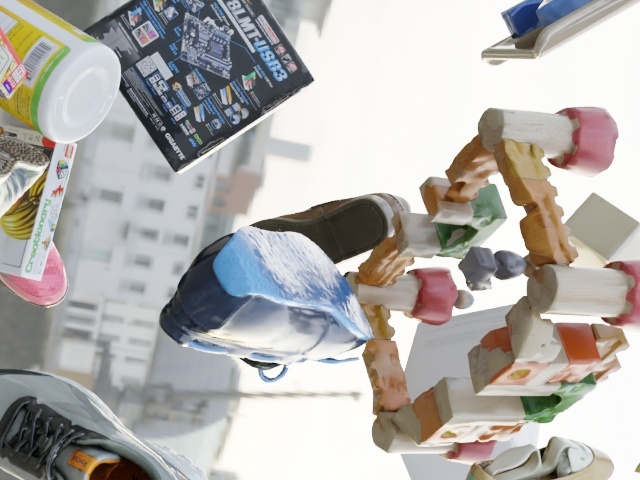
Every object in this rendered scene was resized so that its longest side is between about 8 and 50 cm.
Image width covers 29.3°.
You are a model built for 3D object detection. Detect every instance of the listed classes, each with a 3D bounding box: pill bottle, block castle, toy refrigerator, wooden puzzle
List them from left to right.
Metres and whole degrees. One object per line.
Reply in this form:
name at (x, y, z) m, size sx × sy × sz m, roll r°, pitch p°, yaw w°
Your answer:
pill bottle at (-0.386, -0.237, 1.552) m, size 0.136 × 0.245 × 0.136 m, roll -48°, pitch 159°, yaw -26°
block castle at (0.229, 0.069, 1.518) m, size 0.453 × 0.212 × 0.303 m, roll -51°, pitch -138°, yaw 47°
wooden puzzle at (0.409, -0.374, 1.852) m, size 0.081 × 0.322 × 0.348 m, roll 60°, pitch -2°, yaw -7°
toy refrigerator at (0.495, 0.030, 2.094) m, size 0.094 × 0.102 × 0.269 m, roll -47°, pitch 149°, yaw -8°

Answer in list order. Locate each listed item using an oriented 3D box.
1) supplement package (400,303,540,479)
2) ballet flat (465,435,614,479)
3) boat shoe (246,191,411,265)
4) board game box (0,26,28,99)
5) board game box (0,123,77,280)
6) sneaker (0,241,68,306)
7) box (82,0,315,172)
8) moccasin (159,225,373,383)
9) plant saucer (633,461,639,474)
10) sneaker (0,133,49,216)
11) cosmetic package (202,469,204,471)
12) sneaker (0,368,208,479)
supplement package at (0.236, 0.259, 1.914) m, size 0.293 × 0.177 × 0.175 m, roll -64°, pitch 137°, yaw -59°
ballet flat at (0.279, 0.283, 1.522) m, size 0.080 × 0.232 × 0.073 m, roll 37°, pitch -49°, yaw 49°
boat shoe at (0.000, 0.000, 1.877) m, size 0.104 × 0.307 × 0.111 m, roll -23°, pitch 100°, yaw -57°
board game box at (-0.427, -0.252, 1.365) m, size 0.045 × 0.146 × 0.193 m, roll -57°, pitch 156°, yaw -22°
board game box at (-0.493, -0.072, 1.677) m, size 0.053 × 0.305 × 0.193 m, roll 23°, pitch 80°, yaw -67°
sneaker at (-0.533, -0.027, 2.119) m, size 0.314 × 0.116 × 0.136 m, roll 64°, pitch -22°, yaw -2°
box at (-0.208, -0.314, 2.114) m, size 0.293 × 0.296 × 0.073 m, roll -34°, pitch -177°, yaw -2°
moccasin at (-0.054, 0.058, 1.176) m, size 0.138 × 0.116 × 0.342 m, roll 59°, pitch 13°, yaw 23°
plant saucer at (0.652, 0.247, 1.872) m, size 0.333 × 0.081 × 0.332 m, roll -53°, pitch 154°, yaw 15°
sneaker at (-0.345, -0.056, 1.272) m, size 0.086 × 0.064 × 0.192 m, roll -57°, pitch -177°, yaw 10°
cosmetic package at (-0.302, 0.432, 1.954) m, size 0.085 × 0.231 × 0.117 m, roll -110°, pitch -146°, yaw -41°
sneaker at (-0.216, 0.182, 1.070) m, size 0.100 × 0.271 × 0.108 m, roll -63°, pitch 159°, yaw -9°
